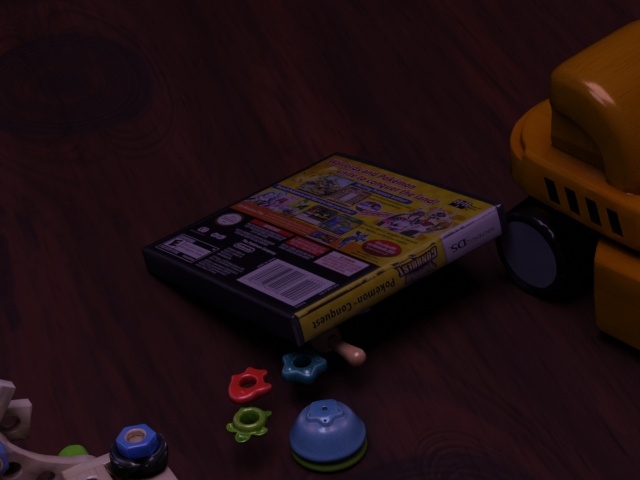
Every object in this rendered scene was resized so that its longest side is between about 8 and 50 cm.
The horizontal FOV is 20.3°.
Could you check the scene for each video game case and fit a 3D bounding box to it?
[{"bbox_3d":[0.000,0.000,1.713,0.248,0.035,0.275,-28,27,-26],"label":"video game case"}]

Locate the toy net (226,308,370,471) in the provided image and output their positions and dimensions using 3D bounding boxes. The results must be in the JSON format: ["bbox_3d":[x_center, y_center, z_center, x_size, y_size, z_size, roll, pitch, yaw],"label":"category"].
[{"bbox_3d":[-0.015,0.115,1.610,0.122,0.045,0.232,-2,35,7],"label":"toy net"}]

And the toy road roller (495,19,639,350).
[{"bbox_3d":[0.318,-0.049,1.617,0.202,0.241,0.329,-32,44,-30],"label":"toy road roller"}]

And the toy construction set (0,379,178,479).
[{"bbox_3d":[-0.193,0.241,1.391,0.215,0.151,0.328,-20,50,-18],"label":"toy construction set"}]
